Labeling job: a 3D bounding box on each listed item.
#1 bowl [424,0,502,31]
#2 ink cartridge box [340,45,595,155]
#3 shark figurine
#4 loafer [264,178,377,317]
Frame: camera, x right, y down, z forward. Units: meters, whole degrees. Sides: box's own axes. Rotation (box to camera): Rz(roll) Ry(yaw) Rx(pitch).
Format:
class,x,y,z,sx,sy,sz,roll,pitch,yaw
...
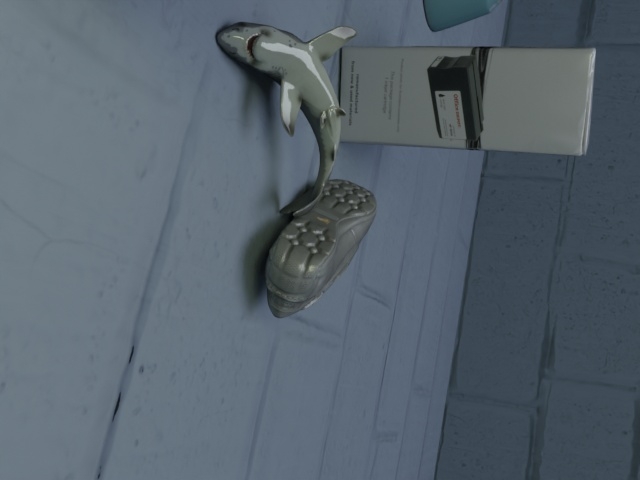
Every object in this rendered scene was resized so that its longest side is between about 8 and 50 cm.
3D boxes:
class,x,y,z,sx,sy,sz,roll,pitch,yaw
bowl,0.359,-0.663,1.580,0.311,0.163,0.311,8,90,-69
ink cartridge box,0.265,-0.250,1.145,0.285,0.395,0.166,-31,126,-64
shark figurine,-0.027,-0.171,0.850,0.166,0.116,0.278,-33,127,-19
loafer,0.000,0.000,0.968,0.319,0.112,0.111,-46,161,-56
